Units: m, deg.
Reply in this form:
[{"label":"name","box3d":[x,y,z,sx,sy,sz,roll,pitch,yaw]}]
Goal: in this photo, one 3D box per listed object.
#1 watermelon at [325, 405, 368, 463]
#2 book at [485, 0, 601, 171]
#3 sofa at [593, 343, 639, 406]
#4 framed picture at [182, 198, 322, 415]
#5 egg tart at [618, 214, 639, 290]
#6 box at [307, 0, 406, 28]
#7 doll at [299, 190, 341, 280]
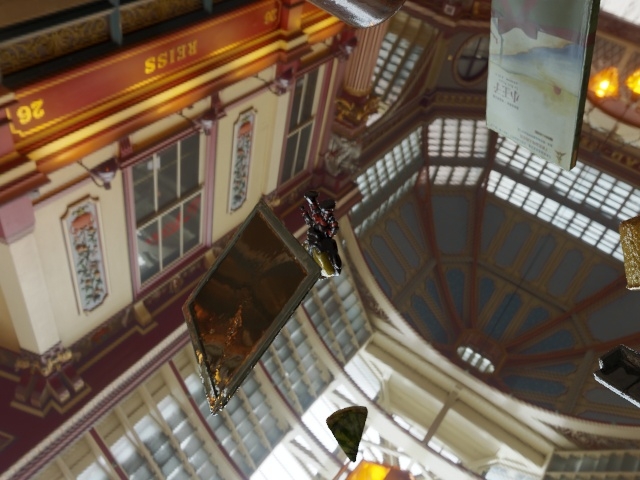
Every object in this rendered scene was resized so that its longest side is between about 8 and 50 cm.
[{"label":"watermelon","box3d":[0.041,0.329,1.019,0.068,0.163,0.087,14,-101,3]},{"label":"book","box3d":[0.324,-0.267,0.869,0.026,0.289,0.201,-24,-140,-15]},{"label":"sofa","box3d":[0.612,0.263,1.118,0.085,0.060,0.147,-28,-155,-11]},{"label":"framed picture","box3d":[-0.109,0.076,0.822,0.018,0.231,0.293,34,-173,-28]},{"label":"egg tart","box3d":[0.725,0.015,1.201,0.215,0.215,0.171,-17,-98,-28]},{"label":"box","box3d":[0.003,-0.355,0.391,0.229,0.339,0.239,20,-156,-32]},{"label":"doll","box3d":[-0.003,0.000,1.421,0.088,0.249,0.127,-10,-141,-13]}]
